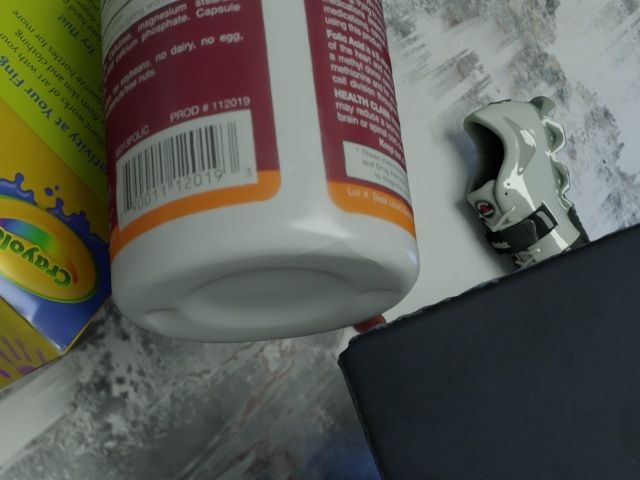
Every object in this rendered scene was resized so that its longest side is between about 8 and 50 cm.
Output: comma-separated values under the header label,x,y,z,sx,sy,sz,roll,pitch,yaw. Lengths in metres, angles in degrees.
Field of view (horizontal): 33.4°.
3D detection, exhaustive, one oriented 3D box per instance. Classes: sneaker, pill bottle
label,x,y,z,sx,sy,sz,roll,pitch,yaw
sneaker,0.264,-0.027,1.422,0.146,0.122,0.330,-8,78,-26
pill bottle,-0.057,-0.136,0.826,0.224,0.224,0.392,13,62,-40

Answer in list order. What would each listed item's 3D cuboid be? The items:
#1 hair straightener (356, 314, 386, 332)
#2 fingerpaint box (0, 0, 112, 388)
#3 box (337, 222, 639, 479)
label,x,y,z,sx,sy,sz,roll,pitch,yaw
hair straightener,0.000,0.000,1.195,0.230,0.047,0.089,43,45,-14
fingerpaint box,-0.308,-0.156,0.876,0.445,0.163,0.371,47,44,-16
box,0.263,0.318,0.867,0.471,0.298,0.479,59,9,-60
